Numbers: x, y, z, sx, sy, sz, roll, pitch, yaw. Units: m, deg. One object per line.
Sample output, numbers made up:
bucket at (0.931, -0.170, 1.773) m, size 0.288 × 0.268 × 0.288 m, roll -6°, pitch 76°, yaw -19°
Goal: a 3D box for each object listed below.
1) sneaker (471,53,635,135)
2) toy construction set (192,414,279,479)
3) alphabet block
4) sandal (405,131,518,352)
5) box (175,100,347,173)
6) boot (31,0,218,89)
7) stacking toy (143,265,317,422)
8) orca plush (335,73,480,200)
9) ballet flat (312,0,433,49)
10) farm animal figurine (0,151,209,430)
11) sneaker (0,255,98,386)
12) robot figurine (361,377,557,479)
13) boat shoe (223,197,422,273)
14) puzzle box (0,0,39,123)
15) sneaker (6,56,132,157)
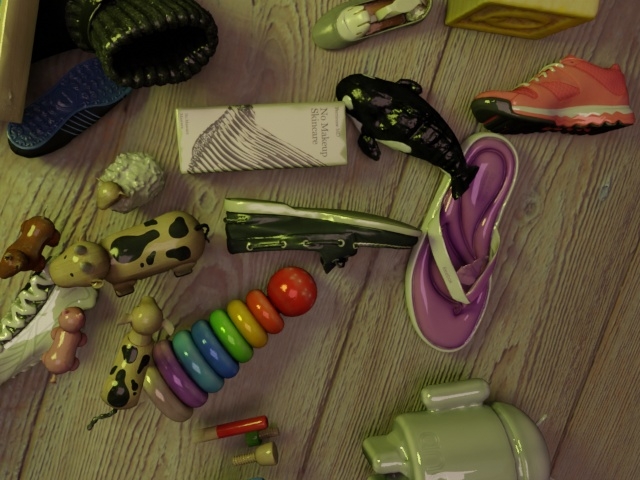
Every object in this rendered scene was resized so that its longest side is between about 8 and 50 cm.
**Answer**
sneaker at (0.410, -0.264, 1.060) m, size 0.314 × 0.116 × 0.136 m, roll -1°, pitch 88°, yaw -15°
toy construction set at (-0.175, 0.481, 1.035) m, size 0.238 × 0.257 × 0.308 m, roll -13°, pitch 80°, yaw 6°
alphabet block at (0.332, -0.455, 0.964) m, size 0.193 × 0.193 × 0.197 m, roll 5°, pitch 98°, yaw -7°
sandal at (0.258, 0.008, 1.067) m, size 0.170 × 0.102 × 0.415 m, roll 9°, pitch 97°, yaw -9°
box at (-0.097, -0.173, 0.992) m, size 0.275 × 0.094 × 0.113 m, roll -5°, pitch 99°, yaw -7°
boot at (-0.347, -0.298, 0.856) m, size 0.348 × 0.131 × 0.260 m, roll -32°, pitch 66°, yaw -3°
stacking toy at (-0.145, 0.163, 1.021) m, size 0.330 × 0.141 × 0.141 m, roll -35°, pitch 102°, yaw -6°
orca plush at (0.145, -0.184, 0.990) m, size 0.151 × 0.102 × 0.287 m, roll -38°, pitch 89°, yaw 1°
ballet flat at (0.089, -0.382, 1.001) m, size 0.213 × 0.068 × 0.072 m, roll -18°, pitch 100°, yaw -5°
farm animal figurine at (-0.301, 0.056, 0.887) m, size 0.327 × 0.172 × 0.330 m, roll -38°, pitch 90°, yaw -23°
sneaker at (-0.488, 0.171, 0.986) m, size 0.118 × 0.110 × 0.292 m, roll 37°, pitch 92°, yaw -21°
robot figurine at (0.259, 0.405, 1.076) m, size 0.354 × 0.200 × 0.299 m, roll -6°, pitch 93°, yaw -8°
boat shoe at (0.000, 0.000, 1.016) m, size 0.340 × 0.127 × 0.112 m, roll 7°, pitch 97°, yaw -7°
puzzle box at (-0.572, -0.331, 0.828) m, size 0.409 × 0.052 × 0.271 m, roll 13°, pitch 96°, yaw 18°
sneaker at (-0.400, -0.216, 0.955) m, size 0.232 × 0.090 × 0.081 m, roll -41°, pitch 101°, yaw -22°
